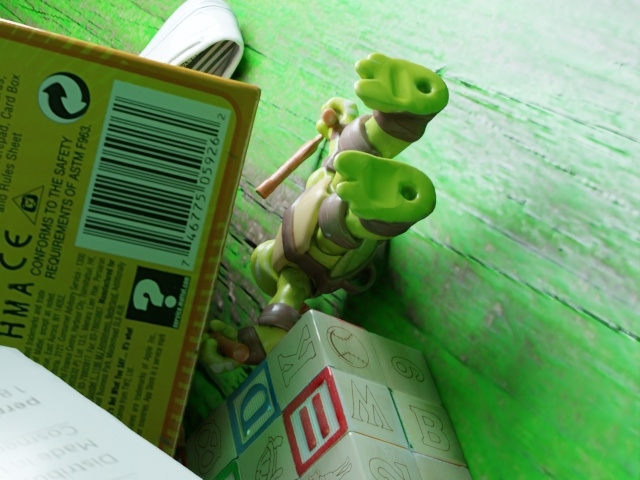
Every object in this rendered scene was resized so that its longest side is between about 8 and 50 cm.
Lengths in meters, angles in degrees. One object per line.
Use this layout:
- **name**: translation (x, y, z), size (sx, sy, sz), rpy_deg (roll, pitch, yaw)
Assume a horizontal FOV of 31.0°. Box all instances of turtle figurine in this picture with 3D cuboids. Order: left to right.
- **turtle figurine**: translation (0.000, 0.000, 0.701), size (0.269, 0.087, 0.217), rpy_deg (-63, 8, -32)

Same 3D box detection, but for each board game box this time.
- **board game box**: translation (-0.285, 0.035, 0.738), size (0.356, 0.356, 0.356), rpy_deg (-163, 87, -72)

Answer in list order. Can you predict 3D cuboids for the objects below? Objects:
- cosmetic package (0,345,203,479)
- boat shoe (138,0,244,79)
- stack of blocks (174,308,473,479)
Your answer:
- **cosmetic package**: translation (-0.168, 0.299, 0.380), size (0.327, 0.329, 0.394), rpy_deg (24, 112, 35)
- **boat shoe**: translation (-0.149, -0.110, 0.995), size (0.226, 0.083, 0.076), rpy_deg (-52, 35, 19)
- **stack of blocks**: translation (0.009, 0.205, 0.580), size (0.171, 0.087, 0.297), rpy_deg (-48, 38, 26)
